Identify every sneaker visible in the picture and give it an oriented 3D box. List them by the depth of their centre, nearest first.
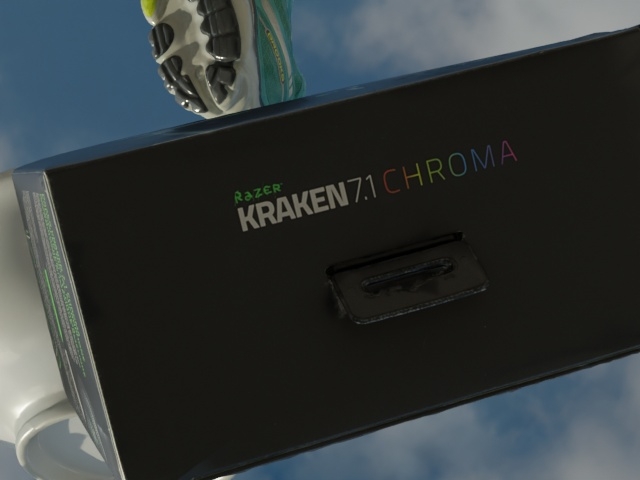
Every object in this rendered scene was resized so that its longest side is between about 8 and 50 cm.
[{"bbox_3d":[-0.077,-0.206,1.067,0.110,0.107,0.275,7,-113,-51],"label":"sneaker"}]

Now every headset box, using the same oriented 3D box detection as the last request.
[{"bbox_3d":[0.000,0.000,0.672,0.246,0.283,0.131,-15,-84,-14],"label":"headset box"}]

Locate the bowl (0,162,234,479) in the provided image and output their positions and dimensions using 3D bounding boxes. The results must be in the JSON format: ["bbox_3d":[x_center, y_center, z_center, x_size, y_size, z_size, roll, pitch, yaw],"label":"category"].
[{"bbox_3d":[-0.121,0.082,0.962,0.298,0.298,0.134,2,-123,-4],"label":"bowl"}]
